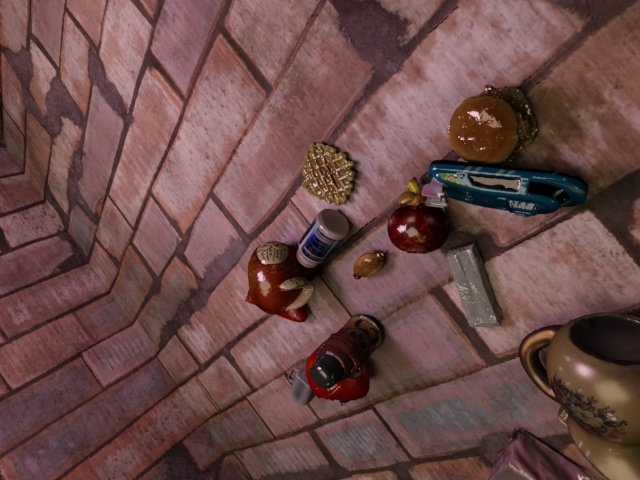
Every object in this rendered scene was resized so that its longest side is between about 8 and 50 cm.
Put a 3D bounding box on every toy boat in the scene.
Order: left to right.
[{"bbox_3d":[0.369,-0.091,0.845,0.299,0.134,0.092,13,80,26],"label":"toy boat"}]

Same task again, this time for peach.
[{"bbox_3d":[0.060,0.458,1.394,0.226,0.196,0.190,40,165,19],"label":"peach"}]

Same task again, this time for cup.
[{"bbox_3d":[-0.070,0.556,1.619,0.128,0.095,0.129,36,128,23],"label":"cup"}]

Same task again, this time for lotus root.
[{"bbox_3d":[0.143,0.065,1.198,0.072,0.063,0.152,27,136,-23],"label":"lotus root"}]

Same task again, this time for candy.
[{"bbox_3d":[0.566,0.635,1.101,0.195,0.137,0.184,33,130,25],"label":"candy"}]

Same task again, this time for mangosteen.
[{"bbox_3d":[0.248,-0.054,1.015,0.146,0.181,0.156,25,164,-27],"label":"mangosteen"}]

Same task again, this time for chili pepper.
[{"bbox_3d":[-0.148,0.205,1.501,0.253,0.136,0.144,24,82,16],"label":"chili pepper"}]

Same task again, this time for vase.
[{"bbox_3d":[0.576,0.305,0.870,0.329,0.241,0.302,22,134,57],"label":"vase"}]

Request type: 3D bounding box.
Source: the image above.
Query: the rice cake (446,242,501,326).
[{"bbox_3d":[0.386,0.116,1.039,0.085,0.040,0.226,-12,105,43],"label":"rice cake"}]

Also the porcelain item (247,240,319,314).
[{"bbox_3d":[-0.115,0.113,1.342,0.253,0.253,0.252,19,124,32],"label":"porcelain item"}]

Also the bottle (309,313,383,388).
[{"bbox_3d":[0.081,0.348,1.254,0.156,0.271,0.143,4,115,38],"label":"bottle"}]

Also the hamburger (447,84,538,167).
[{"bbox_3d":[0.344,-0.216,0.833,0.159,0.131,0.184,-15,106,47],"label":"hamburger"}]

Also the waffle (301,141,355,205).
[{"bbox_3d":[0.020,-0.190,1.183,0.184,0.036,0.169,28,126,25],"label":"waffle"}]

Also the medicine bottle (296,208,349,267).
[{"bbox_3d":[0.000,0.000,1.251,0.107,0.107,0.191,47,134,10],"label":"medicine bottle"}]

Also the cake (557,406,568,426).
[{"bbox_3d":[0.635,0.390,0.990,0.051,0.055,0.140,37,114,21],"label":"cake"}]
